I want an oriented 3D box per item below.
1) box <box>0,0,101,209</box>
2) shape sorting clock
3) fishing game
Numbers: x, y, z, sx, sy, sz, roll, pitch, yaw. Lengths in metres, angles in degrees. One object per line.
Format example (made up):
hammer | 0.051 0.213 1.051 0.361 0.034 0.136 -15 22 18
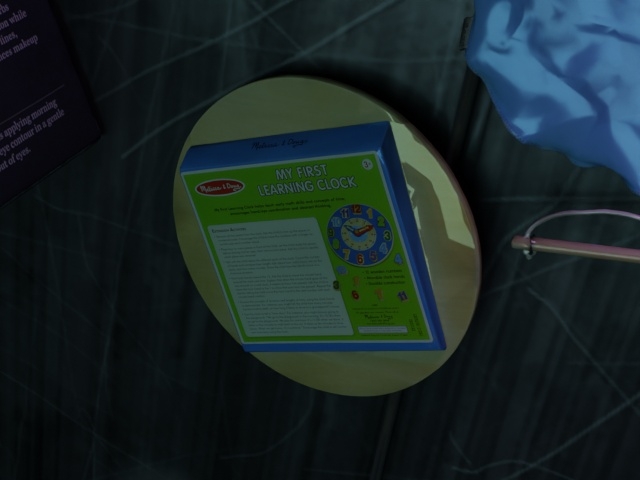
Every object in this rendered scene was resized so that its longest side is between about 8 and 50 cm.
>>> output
box | -0.326 -0.119 0.624 0.179 0.343 0.312 -4 115 30
shape sorting clock | 0.000 0.000 0.712 0.206 0.040 0.206 15 124 24
fishing game | 0.157 -0.111 0.570 0.189 0.041 0.264 6 112 24
